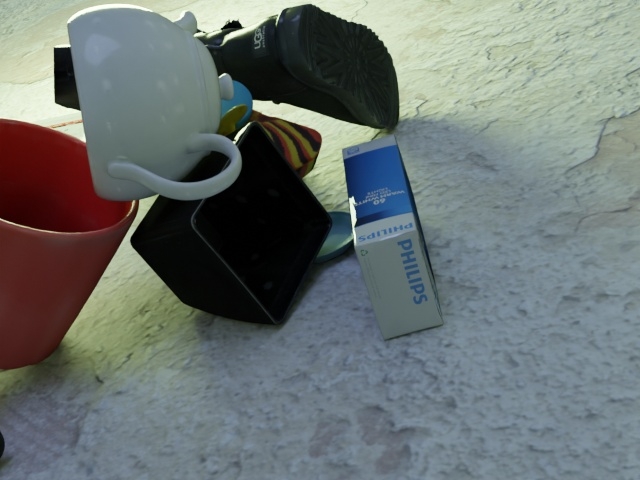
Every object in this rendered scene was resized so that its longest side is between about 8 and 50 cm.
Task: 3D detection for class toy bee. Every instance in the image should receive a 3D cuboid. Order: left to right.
[{"bbox_3d":[-0.159,-0.134,1.484,0.298,0.195,0.162,19,66,22],"label":"toy bee"}]

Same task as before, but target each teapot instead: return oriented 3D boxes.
[{"bbox_3d":[-0.196,-0.168,1.305,0.187,0.256,0.252,-8,1,-10],"label":"teapot"}]

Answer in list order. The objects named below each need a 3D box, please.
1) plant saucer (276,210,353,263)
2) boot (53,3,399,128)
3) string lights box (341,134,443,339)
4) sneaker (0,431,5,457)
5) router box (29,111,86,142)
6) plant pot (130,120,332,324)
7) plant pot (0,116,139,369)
[{"bbox_3d":[0.000,0.000,1.462,0.119,0.021,0.119,-14,28,8],"label":"plant saucer"},{"bbox_3d":[-0.141,-0.245,1.699,0.445,0.367,0.146,-7,75,27],"label":"boot"},{"bbox_3d":[0.085,-0.012,1.315,0.076,0.133,0.260,-15,28,6],"label":"string lights box"},{"bbox_3d":[-0.504,0.244,1.264,0.270,0.090,0.145,-24,31,-5],"label":"sneaker"},{"bbox_3d":[-0.500,-0.119,1.903,0.335,0.082,0.301,-8,31,20],"label":"router box"},{"bbox_3d":[-0.126,-0.010,1.383,0.167,0.188,0.187,-11,39,40],"label":"plant pot"},{"bbox_3d":[-0.396,0.012,1.379,0.275,0.243,0.275,21,27,-11],"label":"plant pot"}]
